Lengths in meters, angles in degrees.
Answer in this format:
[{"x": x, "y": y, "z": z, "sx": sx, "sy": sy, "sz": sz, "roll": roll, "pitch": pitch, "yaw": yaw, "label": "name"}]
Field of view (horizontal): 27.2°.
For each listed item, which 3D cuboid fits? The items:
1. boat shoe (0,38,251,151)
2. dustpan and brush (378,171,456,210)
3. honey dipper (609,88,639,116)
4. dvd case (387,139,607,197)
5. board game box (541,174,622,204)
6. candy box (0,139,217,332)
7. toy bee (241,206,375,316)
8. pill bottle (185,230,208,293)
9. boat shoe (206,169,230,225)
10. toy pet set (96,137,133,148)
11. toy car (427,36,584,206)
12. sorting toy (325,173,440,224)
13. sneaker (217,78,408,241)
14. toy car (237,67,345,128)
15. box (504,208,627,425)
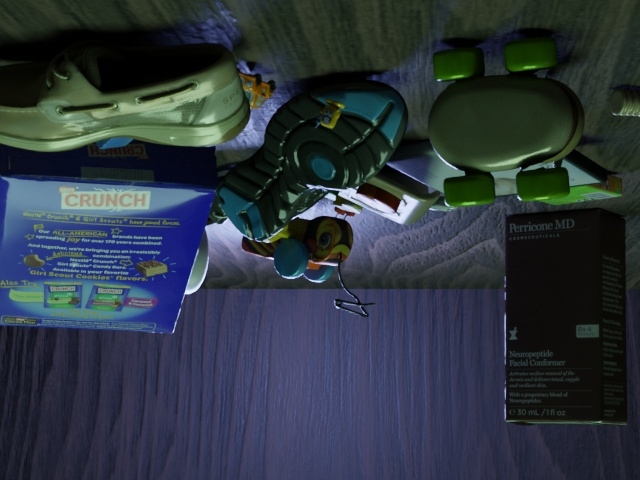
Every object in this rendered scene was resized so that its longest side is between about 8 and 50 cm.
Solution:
[{"x": -0.222, "y": -0.155, "z": 1.307, "sx": 0.302, "sy": 0.109, "sz": 0.098, "roll": 3, "pitch": 137, "yaw": 14, "label": "boat shoe"}, {"x": 0.130, "y": -0.069, "z": 1.979, "sx": 0.147, "sy": 0.060, "sz": 0.211, "roll": 8, "pitch": 172, "yaw": -39, "label": "dustpan and brush"}, {"x": 0.403, "y": -0.154, "z": 1.497, "sx": 0.161, "sy": 0.030, "sz": 0.030, "roll": -1, "pitch": 173, "yaw": -21, "label": "honey dipper"}, {"x": 0.233, "y": -0.101, "z": 1.787, "sx": 0.253, "sy": 0.022, "sz": 0.180, "roll": -7, "pitch": 157, "yaw": 44, "label": "dvd case"}, {"x": 0.321, "y": -0.090, "z": 1.948, "sx": 0.259, "sy": 0.039, "sz": 0.124, "roll": 6, "pitch": 170, "yaw": -44, "label": "board game box"}, {"x": -0.294, "y": -0.017, "z": 1.720, "sx": 0.268, "sy": 0.122, "sz": 0.317, "roll": 4, "pitch": 142, "yaw": -17, "label": "candy box"}, {"x": 0.000, "y": 0.000, "z": 2.348, "sx": 0.298, "sy": 0.162, "sz": 0.195, "roll": 24, "pitch": -171, "yaw": 18, "label": "toy bee"}, {"x": -0.347, "y": 0.019, "z": 2.404, "sx": 0.264, "sy": 0.146, "sz": 0.146, "roll": 5, "pitch": 171, "yaw": -27, "label": "pill bottle"}, {"x": -0.138, "y": -0.063, "z": 2.011, "sx": 0.084, "sy": 0.079, "sz": 0.233, "roll": 11, "pitch": 169, "yaw": -31, "label": "boat shoe"}, {"x": -0.256, "y": -0.133, "z": 1.450, "sx": 0.122, "sy": 0.065, "sz": 0.114, "roll": 15, "pitch": -164, "yaw": 30, "label": "toy pet set"}, {"x": 0.208, "y": -0.121, "z": 1.354, "sx": 0.149, "sy": 0.155, "sz": 0.188, "roll": -4, "pitch": -176, "yaw": 28, "label": "toy car"}, {"x": 0.039, "y": -0.067, "z": 1.887, "sx": 0.229, "sy": 0.041, "sz": 0.307, "roll": 20, "pitch": 171, "yaw": 0, "label": "sorting toy"}, {"x": 0.001, "y": -0.118, "z": 1.559, "sx": 0.139, "sy": 0.125, "sz": 0.341, "roll": -43, "pitch": -171, "yaw": -36, "label": "sneaker"}, {"x": -0.040, "y": -0.146, "z": 1.400, "sx": 0.122, "sy": 0.040, "sz": 0.060, "roll": 19, "pitch": -178, "yaw": 9, "label": "toy car"}, {"x": 0.445, "y": 0.143, "z": 2.396, "sx": 0.191, "sy": 0.381, "sz": 0.143, "roll": -5, "pitch": 168, "yaw": 33, "label": "box"}]
